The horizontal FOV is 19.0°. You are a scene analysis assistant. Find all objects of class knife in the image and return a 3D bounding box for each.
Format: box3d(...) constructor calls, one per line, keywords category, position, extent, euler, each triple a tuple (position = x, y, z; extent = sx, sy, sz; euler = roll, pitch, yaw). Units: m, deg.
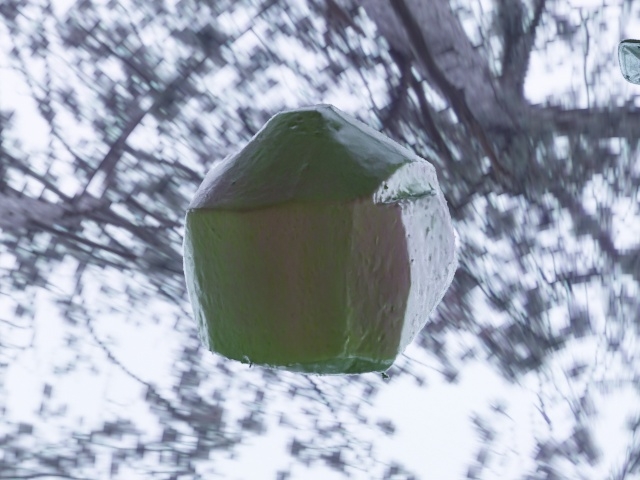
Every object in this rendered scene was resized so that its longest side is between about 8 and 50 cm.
box3d(category="knife", position=(0.164, -0.068, 0.751), extent=(0.096, 0.027, 0.010), euler=(8, -123, 21))

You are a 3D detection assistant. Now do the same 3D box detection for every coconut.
box3d(category="coconut", position=(0.000, 0.000, 0.569), extent=(0.083, 0.082, 0.081), euler=(-7, -87, -6))
